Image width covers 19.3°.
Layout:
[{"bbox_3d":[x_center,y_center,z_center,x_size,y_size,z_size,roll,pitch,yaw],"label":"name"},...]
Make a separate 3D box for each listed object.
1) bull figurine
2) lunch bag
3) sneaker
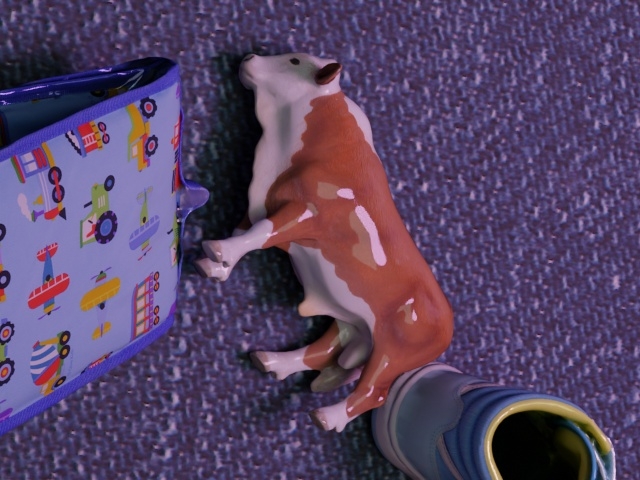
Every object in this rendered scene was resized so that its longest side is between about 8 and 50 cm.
[{"bbox_3d":[0.000,0.000,1.534,0.188,0.101,0.310,-39,112,-17],"label":"bull figurine"},{"bbox_3d":[-0.196,-0.002,1.382,0.293,0.138,0.221,-21,124,-39],"label":"lunch bag"},{"bbox_3d":[0.208,0.222,1.616,0.319,0.208,0.127,33,78,-29],"label":"sneaker"}]
